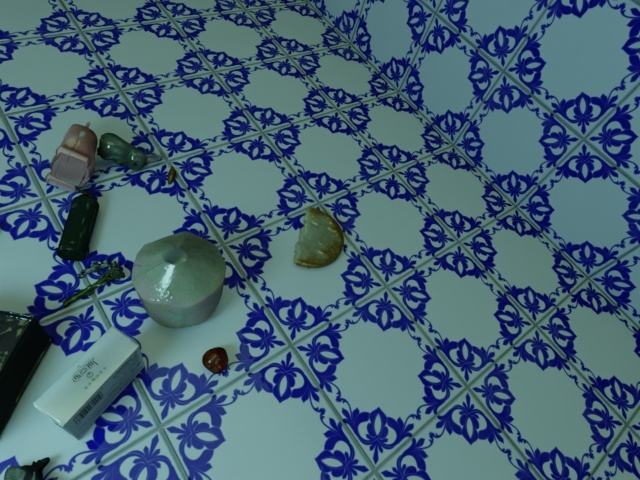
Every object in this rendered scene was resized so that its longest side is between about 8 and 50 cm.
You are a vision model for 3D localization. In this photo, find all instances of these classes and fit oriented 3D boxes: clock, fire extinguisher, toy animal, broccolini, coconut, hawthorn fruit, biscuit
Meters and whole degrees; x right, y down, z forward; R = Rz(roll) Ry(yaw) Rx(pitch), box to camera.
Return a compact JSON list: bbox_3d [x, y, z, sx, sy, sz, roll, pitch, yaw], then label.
[{"bbox_3d":[-0.957,-0.343,1.678,0.142,0.227,0.241,24,45,-32],"label":"clock"},{"bbox_3d":[-0.900,-0.073,1.584,0.115,0.095,0.311,-11,57,12],"label":"fire extinguisher"},{"bbox_3d":[-0.808,-0.362,1.799,0.251,0.125,0.127,18,25,-24],"label":"toy animal"},{"bbox_3d":[-0.800,0.158,1.488,0.216,0.067,0.058,-34,68,-23],"label":"broccolini"},{"bbox_3d":[-0.476,0.124,1.442,0.298,0.309,0.297,8,54,-12],"label":"coconut"},{"bbox_3d":[-0.353,0.408,1.435,0.093,0.093,0.093,8,55,-12],"label":"hawthorn fruit"},{"bbox_3d":[0.000,0.000,1.836,0.205,0.040,0.308,16,54,-6],"label":"biscuit"}]

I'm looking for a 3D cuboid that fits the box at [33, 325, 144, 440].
[{"bbox_3d":[-0.665,0.419,1.251,0.116,0.203,0.274,33,54,6],"label":"box"}]

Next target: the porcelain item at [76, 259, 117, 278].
[{"bbox_3d":[-0.801,0.092,1.511,0.136,0.075,0.021,-22,66,-29],"label":"porcelain item"}]

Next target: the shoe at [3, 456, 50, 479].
[{"bbox_3d":[-0.746,0.683,1.120,0.112,0.099,0.227,-25,66,-37],"label":"shoe"}]

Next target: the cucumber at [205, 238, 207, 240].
[{"bbox_3d":[-0.505,0.042,1.661,0.163,0.043,0.039,-36,110,-31],"label":"cucumber"}]

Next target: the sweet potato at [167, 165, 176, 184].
[{"bbox_3d":[-0.647,-0.280,1.839,0.034,0.034,0.095,9,65,-10],"label":"sweet potato"}]

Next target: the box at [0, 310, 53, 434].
[{"bbox_3d":[-0.982,0.369,1.188,0.251,0.204,0.345,14,54,-8],"label":"box"}]
